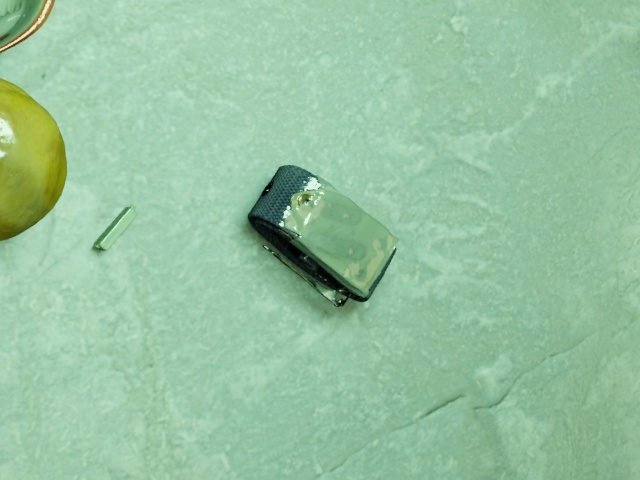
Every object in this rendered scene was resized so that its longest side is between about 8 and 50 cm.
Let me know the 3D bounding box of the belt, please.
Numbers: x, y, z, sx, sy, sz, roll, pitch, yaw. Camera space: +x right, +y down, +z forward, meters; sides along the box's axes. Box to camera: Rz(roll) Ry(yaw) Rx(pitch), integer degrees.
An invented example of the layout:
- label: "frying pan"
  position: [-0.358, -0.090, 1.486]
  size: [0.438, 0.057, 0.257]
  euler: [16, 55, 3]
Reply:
- label: "belt"
  position: [0.000, 0.000, 1.705]
  size: [0.230, 0.140, 0.126]
  euler: [40, 73, -25]

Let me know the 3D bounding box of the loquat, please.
- label: "loquat"
  position: [-0.430, -0.101, 1.434]
  size: [0.238, 0.238, 0.193]
  euler: [16, 62, -27]

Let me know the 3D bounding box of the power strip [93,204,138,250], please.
- label: "power strip"
  position: [-0.283, -0.018, 1.618]
  size: [0.017, 0.027, 0.083]
  euler: [48, 71, -24]

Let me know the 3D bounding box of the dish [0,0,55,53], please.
- label: "dish"
  position: [-0.469, -0.335, 1.459]
  size: [0.256, 0.117, 0.256]
  euler: [-1, 93, -28]
